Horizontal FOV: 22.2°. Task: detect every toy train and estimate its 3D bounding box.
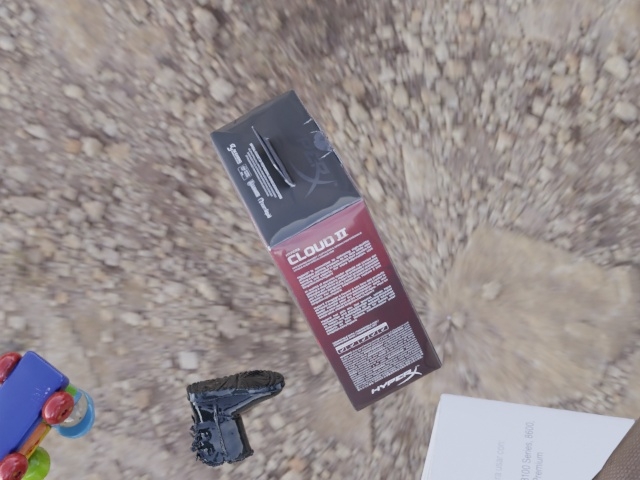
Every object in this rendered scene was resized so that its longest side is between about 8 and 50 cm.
[{"bbox_3d":[-0.369,0.258,1.912,0.105,0.143,0.248,34,84,24],"label":"toy train"}]

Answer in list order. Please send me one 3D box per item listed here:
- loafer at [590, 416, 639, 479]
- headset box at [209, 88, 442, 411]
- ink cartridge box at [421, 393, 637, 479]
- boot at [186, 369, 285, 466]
[{"bbox_3d":[0.183,0.205,0.722,0.130,0.134,0.366,-33,123,-9],"label":"loafer"},{"bbox_3d":[0.000,0.000,1.709,0.110,0.293,0.218,-28,42,-2],"label":"headset box"},{"bbox_3d":[0.256,0.287,1.179,0.395,0.166,0.285,7,127,6],"label":"ink cartridge box"},{"bbox_3d":[-0.094,0.204,1.863,0.121,0.045,0.099,-9,113,-2],"label":"boot"}]
